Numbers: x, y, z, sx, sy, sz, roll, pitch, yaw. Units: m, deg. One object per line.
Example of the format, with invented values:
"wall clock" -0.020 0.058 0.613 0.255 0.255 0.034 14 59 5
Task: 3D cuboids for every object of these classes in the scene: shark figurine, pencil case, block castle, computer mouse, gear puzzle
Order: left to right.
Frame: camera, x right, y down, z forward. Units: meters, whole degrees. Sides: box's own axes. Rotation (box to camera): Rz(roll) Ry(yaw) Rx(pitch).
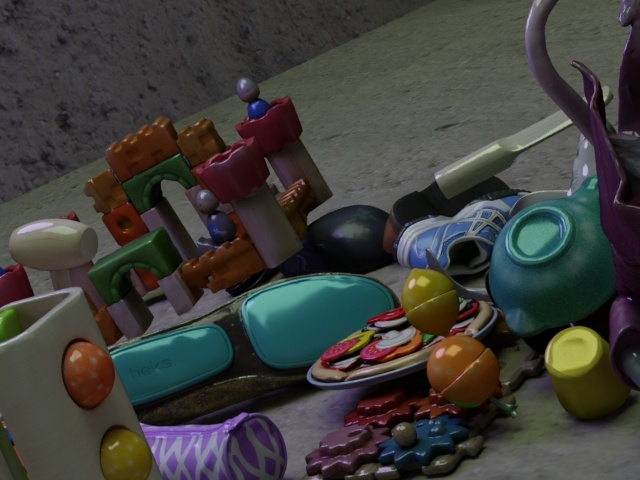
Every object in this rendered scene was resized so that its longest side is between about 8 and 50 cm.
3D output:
"block castle" -0.228 -0.025 2.195 0.453 0.213 0.303 -27 12 20
"pencil case" -0.127 0.205 1.561 0.206 0.088 0.086 -8 21 40
"computer mouse" 0.000 0.000 2.204 0.272 0.072 0.188 -7 19 46
"gear puzzle" 0.117 0.132 1.576 0.175 0.044 0.339 -12 16 32
"shark figurine" 0.256 0.013 1.797 0.278 0.166 0.116 -43 -26 16

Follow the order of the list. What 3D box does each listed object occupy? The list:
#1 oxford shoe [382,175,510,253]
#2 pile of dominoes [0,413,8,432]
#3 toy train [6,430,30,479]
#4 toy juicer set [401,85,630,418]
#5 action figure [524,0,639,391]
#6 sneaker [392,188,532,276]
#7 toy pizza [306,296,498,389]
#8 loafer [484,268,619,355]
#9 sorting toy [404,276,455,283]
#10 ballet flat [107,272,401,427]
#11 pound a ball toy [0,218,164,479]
"oxford shoe" 0.160 -0.035 2.130 0.212 0.076 0.076 -18 -30 -35
"pile of dominoes" -0.344 0.197 2.011 0.251 0.040 0.196 -22 14 -7
"toy train" -0.293 0.249 1.637 0.143 0.105 0.248 4 25 30
"toy juicer set" 0.182 0.023 1.523 0.209 0.089 0.329 -12 52 25
"action figure" 0.264 -0.003 1.293 0.248 0.370 0.276 -39 53 -21
"sneaker" 0.190 0.001 1.946 0.211 0.080 0.081 -22 38 -27
"toy pizza" 0.078 0.096 1.638 0.201 0.032 0.201 -19 9 3
"loafer" 0.217 0.064 1.583 0.078 0.080 0.220 -29 23 -20
"sorting toy" 0.132 0.047 1.953 0.062 0.012 0.083 -8 14 27
"ballet flat" -0.083 0.124 1.780 0.348 0.123 0.123 -17 13 -10
"pound a ball toy" -0.190 0.150 1.368 0.136 0.319 0.208 -13 15 28
